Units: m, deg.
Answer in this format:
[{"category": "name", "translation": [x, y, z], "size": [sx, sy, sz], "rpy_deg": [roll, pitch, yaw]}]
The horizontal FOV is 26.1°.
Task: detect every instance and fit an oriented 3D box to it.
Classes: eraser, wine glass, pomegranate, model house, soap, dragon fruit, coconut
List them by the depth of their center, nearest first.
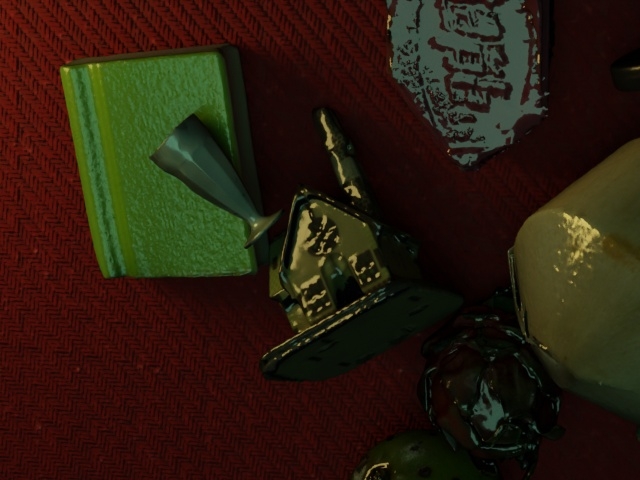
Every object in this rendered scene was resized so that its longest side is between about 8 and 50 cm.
[{"category": "coconut", "translation": [0.354, 0.058, 1.449], "size": [0.323, 0.323, 0.322], "rpy_deg": [4, 108, 12]}, {"category": "soap", "translation": [0.165, -0.220, 1.515], "size": [0.182, 0.112, 0.289], "rpy_deg": [3, 109, 15]}, {"category": "wine glass", "translation": [-0.117, -0.064, 1.556], "size": [0.073, 0.073, 0.155], "rpy_deg": [-40, 97, 21]}, {"category": "dragon fruit", "translation": [0.198, 0.163, 1.584], "size": [0.182, 0.188, 0.182], "rpy_deg": [3, 116, 6]}, {"category": "model house", "translation": [0.000, 0.000, 1.611], "size": [0.218, 0.205, 0.278], "rpy_deg": [-32, 68, 19]}, {"category": "eraser", "translation": [-0.182, -0.087, 1.645], "size": [0.210, 0.092, 0.274], "rpy_deg": [-3, 106, 12]}, {"category": "pomegranate", "translation": [0.143, 0.330, 1.664], "size": [0.202, 0.202, 0.248], "rpy_deg": [-39, 125, 21]}]

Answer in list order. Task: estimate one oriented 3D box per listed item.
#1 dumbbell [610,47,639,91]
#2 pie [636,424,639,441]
[{"category": "dumbbell", "translation": [0.353, -0.259, 1.439], "size": [0.143, 0.143, 0.325], "rpy_deg": [-15, 103, 17]}, {"category": "pie", "translation": [0.453, 0.225, 1.570], "size": [0.187, 0.187, 0.041], "rpy_deg": [0, 64, 13]}]
